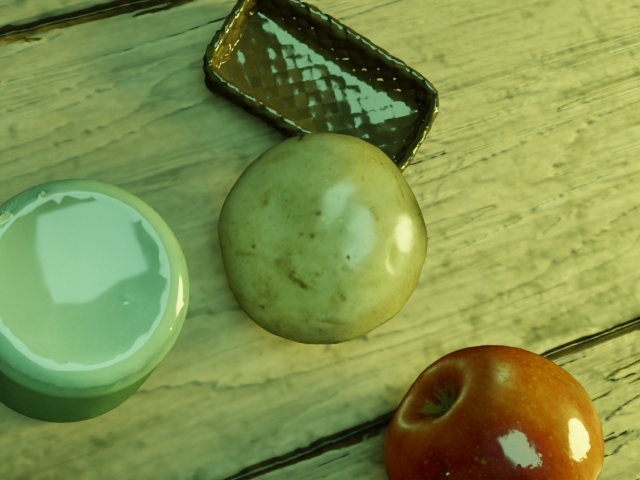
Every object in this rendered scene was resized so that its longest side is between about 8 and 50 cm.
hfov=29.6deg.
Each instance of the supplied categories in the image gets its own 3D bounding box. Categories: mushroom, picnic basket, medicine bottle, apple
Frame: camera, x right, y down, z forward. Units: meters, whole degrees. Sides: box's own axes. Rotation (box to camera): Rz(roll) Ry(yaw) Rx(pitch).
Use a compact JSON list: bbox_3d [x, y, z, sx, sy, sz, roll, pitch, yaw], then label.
[{"bbox_3d":[0.000,0.000,0.949,0.166,0.127,0.166,-1,81,7],"label":"mushroom"},{"bbox_3d":[-0.001,-0.127,1.016,0.193,0.055,0.110,32,71,-6],"label":"picnic basket"},{"bbox_3d":[-0.172,0.051,0.830,0.139,0.225,0.139,4,74,-14],"label":"medicine bottle"},{"bbox_3d":[0.129,0.158,0.923,0.139,0.163,0.163,43,69,-9],"label":"apple"}]
